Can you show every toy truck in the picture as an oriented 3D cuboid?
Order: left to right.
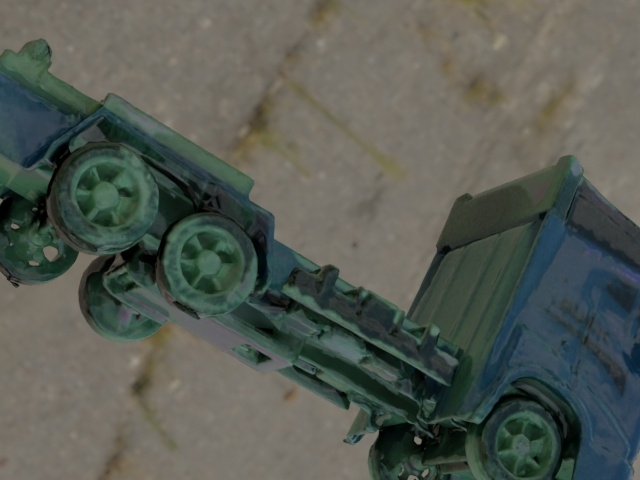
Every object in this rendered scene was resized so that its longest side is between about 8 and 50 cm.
[{"bbox_3d":[0.000,0.000,0.416,0.067,0.175,0.081,-23,-141,63],"label":"toy truck"}]
